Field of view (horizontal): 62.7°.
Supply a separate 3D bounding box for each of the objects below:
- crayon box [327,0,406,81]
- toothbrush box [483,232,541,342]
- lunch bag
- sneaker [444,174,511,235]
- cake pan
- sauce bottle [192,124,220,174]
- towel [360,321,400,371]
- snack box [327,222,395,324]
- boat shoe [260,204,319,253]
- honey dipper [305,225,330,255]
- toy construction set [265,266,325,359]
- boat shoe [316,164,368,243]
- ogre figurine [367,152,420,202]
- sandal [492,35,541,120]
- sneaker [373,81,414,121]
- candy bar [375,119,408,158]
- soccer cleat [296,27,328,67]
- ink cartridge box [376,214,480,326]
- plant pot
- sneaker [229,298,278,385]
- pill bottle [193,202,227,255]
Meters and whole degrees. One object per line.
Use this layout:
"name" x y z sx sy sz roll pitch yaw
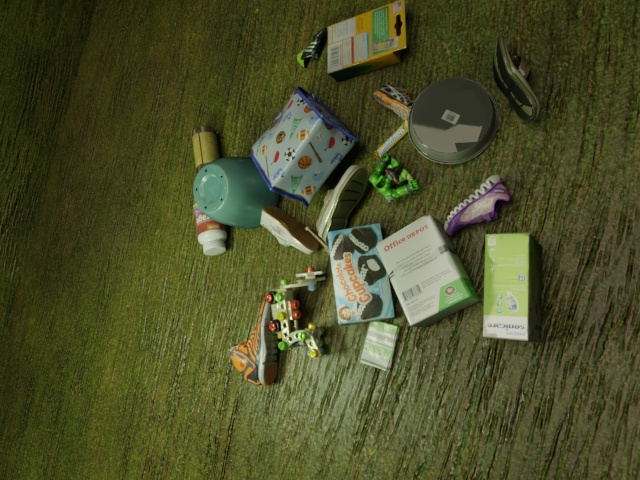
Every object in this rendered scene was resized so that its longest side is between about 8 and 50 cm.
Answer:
"crayon box" 0.182 -0.739 1.957 0.322 0.083 0.203 -7 75 32
"toothbrush box" 0.538 0.135 1.461 0.122 0.206 0.284 0 78 32
"lunch bag" -0.082 -0.364 1.941 0.328 0.238 0.385 -51 42 14
"sneaker" 0.488 -0.089 1.616 0.236 0.095 0.105 -44 68 15
"cake pan" 0.425 -0.396 1.703 0.293 0.054 0.294 -2 83 18
"sauce bottle" -0.486 -0.323 2.267 0.111 0.111 0.345 -20 69 27
"towel" 0.195 0.345 1.739 0.113 0.023 0.152 11 85 33
"snack box" 0.135 0.115 1.770 0.187 0.060 0.322 -10 73 7
"boat shoe" -0.120 -0.024 1.989 0.277 0.098 0.096 39 127 25
"honey dipper" 0.000 0.000 1.924 0.161 0.030 0.030 46 104 23
"toy construction set" -0.078 0.252 1.854 0.215 0.151 0.328 -9 72 38
"boat shoe" 0.063 -0.139 1.861 0.103 0.113 0.302 44 114 43
"ogre figurine" 0.239 -0.210 1.795 0.118 0.097 0.197 -40 72 5
"sandal" 0.615 -0.501 1.630 0.086 0.120 0.303 -18 69 -2
"sneaker" 0.284 -0.489 1.841 0.083 0.084 0.215 -46 64 -6
"candy bar" 0.257 -0.354 1.857 0.161 0.018 0.040 -43 80 17
"soccer cleat" -0.020 -0.773 2.112 0.179 0.060 0.072 -42 70 25
"ink cartridge box" 0.333 0.097 1.648 0.211 0.121 0.289 -31 65 23
"plant pot" -0.347 -0.193 2.046 0.292 0.235 0.293 0 89 33
"sneaker" -0.250 0.368 1.954 0.180 0.124 0.321 2 80 31
"pill bottle" -0.454 -0.054 2.180 0.121 0.121 0.216 -24 67 26
